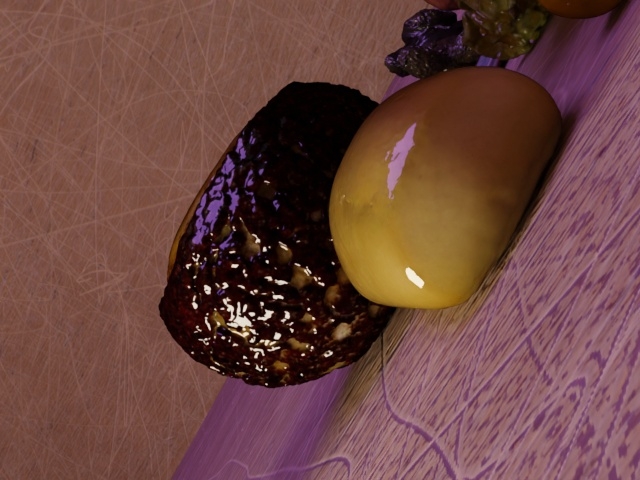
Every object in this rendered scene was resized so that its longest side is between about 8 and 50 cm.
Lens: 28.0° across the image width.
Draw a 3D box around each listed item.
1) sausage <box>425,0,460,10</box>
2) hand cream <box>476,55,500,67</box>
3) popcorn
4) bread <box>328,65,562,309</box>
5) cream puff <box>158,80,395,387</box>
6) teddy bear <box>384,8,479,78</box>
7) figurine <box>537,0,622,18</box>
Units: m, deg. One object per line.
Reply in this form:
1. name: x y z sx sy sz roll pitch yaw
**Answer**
1. sausage: 0.164 -0.336 1.318 0.254 0.148 0.148 -63 3 -38
2. hand cream: 0.181 -0.235 1.128 0.275 0.050 0.079 -67 -24 -7
3. popcorn: 0.142 -0.171 0.973 0.068 0.059 0.083 -4 -38 -45
4. bread: 0.060 -0.032 0.751 0.217 0.098 0.147 130 164 -82
5. cream puff: -0.012 0.003 0.955 0.239 0.164 0.239 -60 -4 -6
6. teddy bear: 0.125 -0.189 1.301 0.119 0.078 0.160 -22 22 5
7. figurine: 0.156 -0.190 0.756 0.122 0.121 0.176 76 -157 -50
